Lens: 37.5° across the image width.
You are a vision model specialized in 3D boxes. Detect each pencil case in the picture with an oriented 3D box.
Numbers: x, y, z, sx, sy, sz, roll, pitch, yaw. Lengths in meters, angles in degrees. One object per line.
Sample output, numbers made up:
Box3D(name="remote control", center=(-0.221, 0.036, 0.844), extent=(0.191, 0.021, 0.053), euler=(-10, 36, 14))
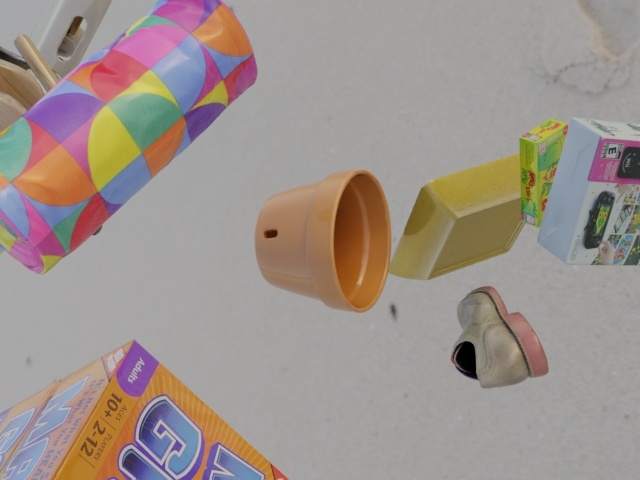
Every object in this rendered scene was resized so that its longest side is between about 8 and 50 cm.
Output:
Box3D(name="pencil case", center=(-0.153, -0.084, 0.669), extent=(0.236, 0.104, 0.104), euler=(-43, 24, -22))

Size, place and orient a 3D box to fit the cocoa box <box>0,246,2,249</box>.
Box3D(name="cocoa box", center=(-0.483, -0.055, 1.148), extent=(0.347, 0.228, 0.231), euler=(-31, 17, 45))

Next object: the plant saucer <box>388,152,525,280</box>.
Box3D(name="plant saucer", center=(0.337, -0.038, 2.053), extent=(0.081, 0.332, 0.333), euler=(59, 153, 28))

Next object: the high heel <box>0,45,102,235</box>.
Box3D(name="high heel", center=(-0.246, -0.090, 0.907), extent=(0.093, 0.186, 0.261), euler=(-39, 70, 3))

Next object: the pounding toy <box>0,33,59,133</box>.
Box3D(name="pounding toy", center=(-0.296, -0.089, 0.746), extent=(0.154, 0.269, 0.155), euler=(-50, 24, 19))

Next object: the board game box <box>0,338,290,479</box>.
Box3D(name="board game box", center=(-0.307, 0.427, 1.296), extent=(0.356, 0.356, 0.356), euler=(-29, 24, 35))

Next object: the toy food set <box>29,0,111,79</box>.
Box3D(name="toy food set", center=(-0.391, -0.360, 1.523), extent=(0.220, 0.092, 0.306), euler=(-57, 27, 16))

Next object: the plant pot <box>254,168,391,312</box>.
Box3D(name="plant pot", center=(0.000, 0.000, 1.939), extent=(0.203, 0.291, 0.291), euler=(1, 72, 28))

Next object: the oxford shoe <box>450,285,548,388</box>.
Box3D(name="oxford shoe", center=(0.277, 0.166, 1.645), extent=(0.348, 0.130, 0.123), euler=(-130, 17, -81))

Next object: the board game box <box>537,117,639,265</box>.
Box3D(name="board game box", center=(0.539, -0.076, 1.585), extent=(0.097, 0.303, 0.224), euler=(-131, 47, -57))

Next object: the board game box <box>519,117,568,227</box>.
Box3D(name="board game box", center=(0.417, -0.125, 1.757), extent=(0.043, 0.092, 0.181), euler=(26, 136, 42))
